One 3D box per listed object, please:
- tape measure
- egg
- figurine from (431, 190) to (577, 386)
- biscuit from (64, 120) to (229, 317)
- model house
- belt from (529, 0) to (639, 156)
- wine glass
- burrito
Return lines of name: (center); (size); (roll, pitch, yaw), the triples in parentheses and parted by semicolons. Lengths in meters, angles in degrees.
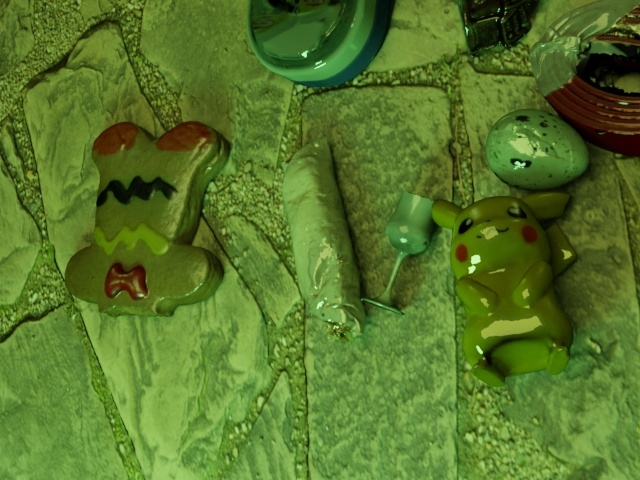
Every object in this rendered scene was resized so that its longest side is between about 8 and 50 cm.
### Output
tape measure: (-0.011, -0.416, 1.942); (0.259, 0.138, 0.262); (3, 76, 33)
egg: (0.337, -0.141, 1.649); (0.164, 0.131, 0.131); (7, 78, 36)
figurine: (0.291, 0.052, 1.600); (0.218, 0.169, 0.326); (-11, 71, 11)
biscuit: (-0.335, -0.045, 2.053); (0.368, 0.076, 0.394); (3, 76, 32)
model house: (0.303, -0.409, 1.787); (0.152, 0.106, 0.165); (-12, 104, 15)
belt: (0.472, -0.249, 1.615); (0.324, 0.115, 0.227); (14, 81, 34)
wine glass: (0.134, 0.019, 1.751); (0.079, 0.079, 0.195); (18, 85, 33)
burrito: (0.000, 0.000, 1.842); (0.117, 0.076, 0.392); (-27, 61, 29)
